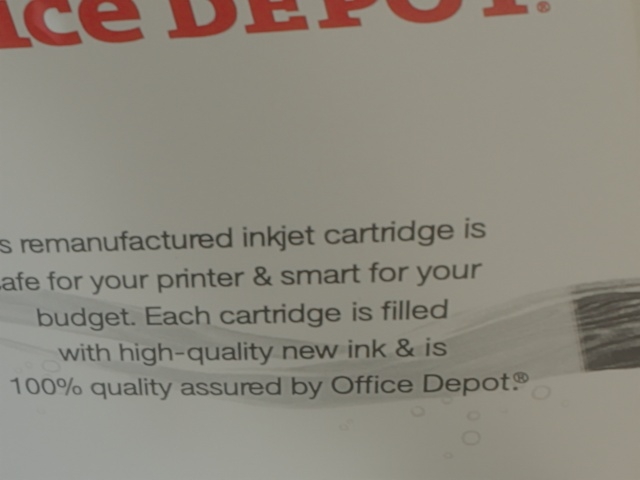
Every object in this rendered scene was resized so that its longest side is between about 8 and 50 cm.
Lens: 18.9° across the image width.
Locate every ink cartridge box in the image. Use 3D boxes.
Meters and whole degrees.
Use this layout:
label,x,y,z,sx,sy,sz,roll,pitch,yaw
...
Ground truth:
label,x,y,z,sx,sy,sz,roll,pitch,yaw
ink cartridge box,0.000,0.000,0.472,0.114,0.197,0.273,-73,-25,-47
